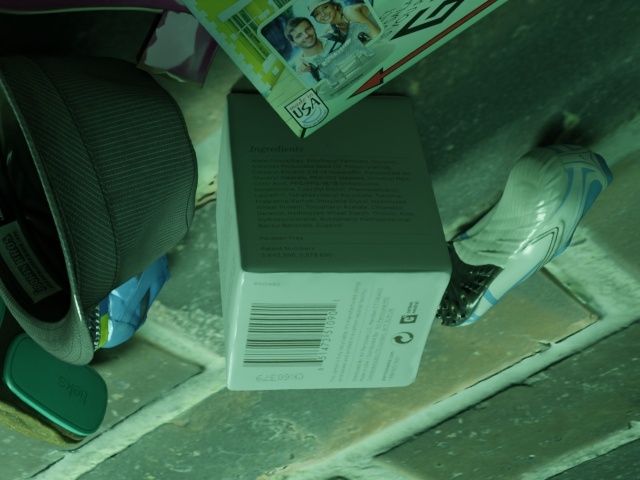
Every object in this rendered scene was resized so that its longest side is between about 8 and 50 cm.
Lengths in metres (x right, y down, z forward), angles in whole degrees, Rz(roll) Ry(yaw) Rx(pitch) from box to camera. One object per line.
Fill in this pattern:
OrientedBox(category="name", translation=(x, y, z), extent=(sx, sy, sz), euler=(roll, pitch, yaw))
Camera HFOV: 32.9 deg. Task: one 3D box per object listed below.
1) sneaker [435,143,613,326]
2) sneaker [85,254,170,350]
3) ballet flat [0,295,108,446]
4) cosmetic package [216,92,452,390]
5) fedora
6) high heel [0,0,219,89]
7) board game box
OrientedBox(category="sneaker", translation=(0.174, 0.005, 0.969), extent=(0.086, 0.085, 0.237), euler=(4, 143, -27))
OrientedBox(category="sneaker", translation=(-0.166, 0.005, 0.924), extent=(0.082, 0.069, 0.209), euler=(-23, 144, -39))
OrientedBox(category="ballet flat", translation=(-0.319, 0.086, 0.964), extent=(0.124, 0.116, 0.342), euler=(-2, 149, 21))
OrientedBox(category="cosmetic package", translation=(0.000, 0.000, 0.843), extent=(0.151, 0.183, 0.151), euler=(0, 140, -10))
OrientedBox(category="fedora", translation=(-0.164, -0.045, 0.740), extent=(0.124, 0.243, 0.275), euler=(-22, 179, -27))
OrientedBox(category="high heel", translation=(-0.159, -0.191, 0.685), extent=(0.244, 0.082, 0.117), euler=(21, 104, -16))
OrientedBox(category="board game box", translation=(0.060, -0.220, 0.648), extent=(0.317, 0.046, 0.213), euler=(-34, 138, 10))
